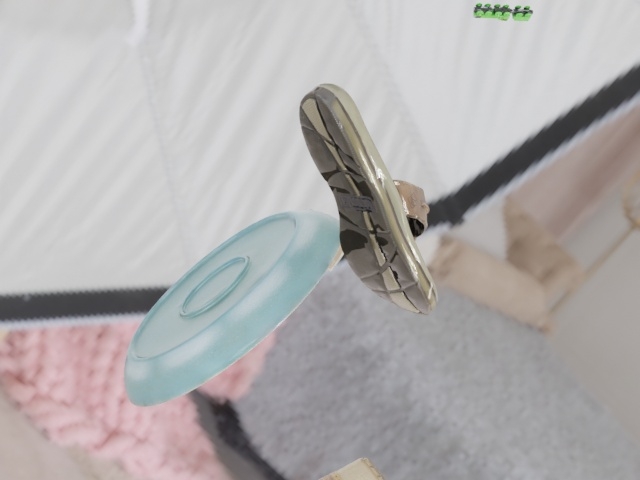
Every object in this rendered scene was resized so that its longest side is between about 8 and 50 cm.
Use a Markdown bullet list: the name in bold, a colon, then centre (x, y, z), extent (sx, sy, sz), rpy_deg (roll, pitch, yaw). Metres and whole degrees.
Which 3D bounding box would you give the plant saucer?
- **plant saucer**: centre (-0.111, 0.065, 1.687), extent (0.043, 0.318, 0.317), rpy_deg (50, 11, -17)

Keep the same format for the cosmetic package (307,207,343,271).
- **cosmetic package**: centre (0.000, 0.000, 2.186), extent (0.060, 0.041, 0.115), rpy_deg (32, -13, 15)

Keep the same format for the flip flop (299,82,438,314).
- **flip flop**: centre (0.062, -0.041, 1.458), extent (0.112, 0.080, 0.277), rpy_deg (12, -47, 52)

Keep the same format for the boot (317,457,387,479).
- **boot**: centre (0.016, 0.311, 1.141), extent (0.248, 0.207, 0.090), rpy_deg (50, 0, 41)

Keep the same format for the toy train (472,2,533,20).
- **toy train**: centre (0.238, -0.298, 1.925), extent (0.083, 0.023, 0.017), rpy_deg (1, 68, -12)
